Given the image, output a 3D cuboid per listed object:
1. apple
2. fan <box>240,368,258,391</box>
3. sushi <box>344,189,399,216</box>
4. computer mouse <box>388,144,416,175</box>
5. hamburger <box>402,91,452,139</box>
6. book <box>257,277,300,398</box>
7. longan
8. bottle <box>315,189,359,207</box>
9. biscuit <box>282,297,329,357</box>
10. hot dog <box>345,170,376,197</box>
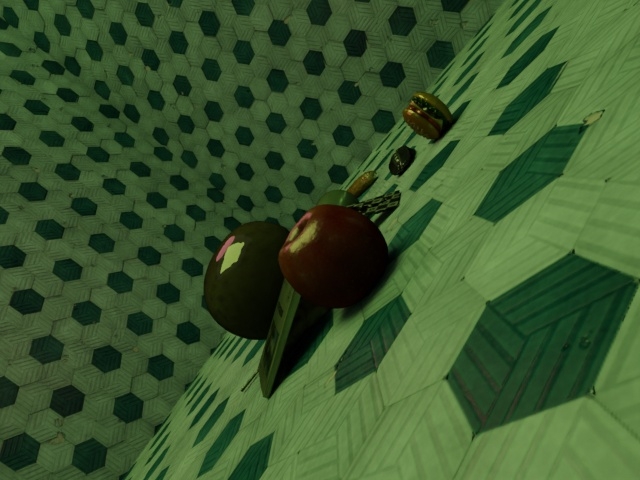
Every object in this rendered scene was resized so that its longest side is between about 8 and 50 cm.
[{"bbox_3d":[0.028,0.034,0.954,0.218,0.201,0.218,-49,13,15],"label":"apple"},{"bbox_3d":[-0.122,0.301,1.353,0.294,0.012,0.223,-48,7,20],"label":"fan"},{"bbox_3d":[0.150,-0.089,1.346,0.201,0.031,0.139,-16,20,20],"label":"sushi"},{"bbox_3d":[0.290,-0.296,1.632,0.106,0.062,0.192,-49,5,27],"label":"computer mouse"},{"bbox_3d":[0.340,-0.397,1.439,0.115,0.162,0.162,-51,6,8],"label":"hamburger"},{"bbox_3d":[-0.104,0.219,1.116,0.215,0.025,0.282,-168,94,-78],"label":"book"},{"bbox_3d":[-0.183,0.123,1.372,0.361,0.361,0.361,-51,6,7],"label":"longan"},{"bbox_3d":[0.046,-0.041,1.475,0.168,0.168,0.347,-49,11,24],"label":"bottle"},{"bbox_3d":[-0.028,0.182,1.176,0.299,0.045,0.154,-48,12,15],"label":"biscuit"},{"bbox_3d":[0.184,-0.259,2.202,0.083,0.068,0.289,-63,12,-29],"label":"hot dog"}]
